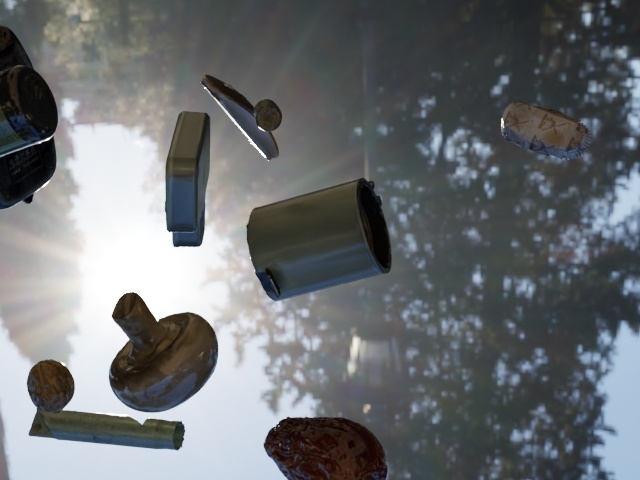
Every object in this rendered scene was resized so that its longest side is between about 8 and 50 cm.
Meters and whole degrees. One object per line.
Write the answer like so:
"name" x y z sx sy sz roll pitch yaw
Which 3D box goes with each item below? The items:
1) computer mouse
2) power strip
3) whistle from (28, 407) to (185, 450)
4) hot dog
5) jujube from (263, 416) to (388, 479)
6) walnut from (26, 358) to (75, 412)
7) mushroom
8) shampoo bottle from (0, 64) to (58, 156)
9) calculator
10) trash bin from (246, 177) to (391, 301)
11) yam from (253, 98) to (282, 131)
"computer mouse" -0.164 -0.267 2.307 0.056 0.245 0.126 -43 -137 0
"power strip" -0.216 -0.083 1.755 0.059 0.193 0.265 2 -156 -3
"whistle" -0.418 0.366 2.101 0.312 0.062 0.062 2 -157 13
"hot dog" 0.459 -0.225 2.211 0.192 0.099 0.053 21 179 21
"jujube" 0.008 0.403 2.005 0.236 0.168 0.168 19 -150 31
"walnut" -0.467 0.254 1.874 0.083 0.096 0.079 -14 -173 -1
"mushroom" -0.290 0.185 1.882 0.207 0.215 0.207 -24 -151 14
"shampoo bottle" -0.485 -0.138 1.413 0.284 0.101 0.101 -18 -161 17
"calculator" -0.473 -0.175 1.619 0.040 0.268 0.177 7 -147 27
"trash bin" 0.000 0.000 2.377 0.263 0.217 0.277 -15 -148 17
"yam" -0.082 -0.194 1.675 0.043 0.043 0.094 -5 -165 -7
